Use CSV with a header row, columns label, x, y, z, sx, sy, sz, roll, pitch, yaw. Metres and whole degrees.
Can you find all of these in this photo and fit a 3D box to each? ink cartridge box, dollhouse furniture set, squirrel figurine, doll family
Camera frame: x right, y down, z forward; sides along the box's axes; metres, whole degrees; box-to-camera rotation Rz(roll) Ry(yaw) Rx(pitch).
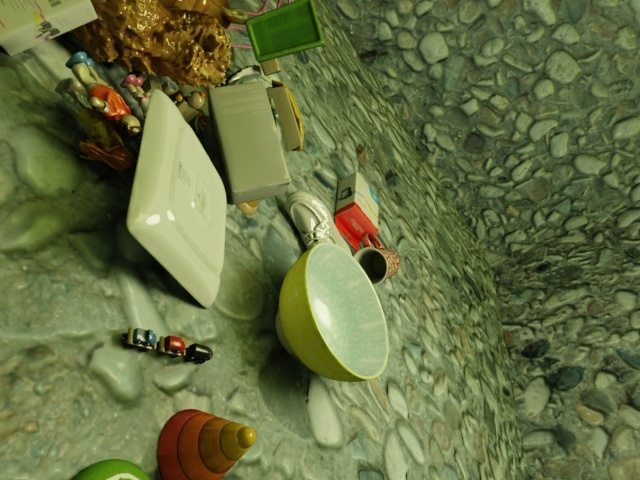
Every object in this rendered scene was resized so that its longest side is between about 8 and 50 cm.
label,x,y,z,sx,sy,sz,roll,pitch,yaw
ink cartridge box,-0.444,-0.350,0.686,0.104,0.181,0.061,60,-13,-6
dollhouse furniture set,-0.049,-0.370,1.094,0.197,0.151,0.302,-97,170,-75
squirrel figurine,-0.313,-0.470,0.922,0.370,0.281,0.397,14,64,-69
doll family,-0.331,-0.188,0.780,0.163,0.118,0.263,54,10,-5
ink cartridge box,0.117,-0.092,1.472,0.134,0.078,0.231,46,33,-30

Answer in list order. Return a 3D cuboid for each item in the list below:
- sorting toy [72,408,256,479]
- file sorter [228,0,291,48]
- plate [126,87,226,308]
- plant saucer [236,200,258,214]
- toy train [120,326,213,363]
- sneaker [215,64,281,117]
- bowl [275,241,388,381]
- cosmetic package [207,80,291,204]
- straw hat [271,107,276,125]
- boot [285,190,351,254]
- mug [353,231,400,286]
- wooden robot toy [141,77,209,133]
label,x,y,z,sx,sy,sz,roll,pitch,yaw
sorting toy,-0.195,0.301,0.547,0.365,0.126,0.127,-16,80,-63
file sorter,-0.207,-0.675,1.215,0.182,0.202,0.291,-6,68,-26
plate,-0.216,-0.064,0.782,0.278,0.045,0.277,70,14,-57
plant saucer,-0.167,-0.098,1.057,0.083,0.015,0.083,41,35,-36
toy train,-0.226,0.160,0.708,0.158,0.036,0.027,31,41,-46
sneaker,-0.160,-0.370,1.208,0.122,0.110,0.283,65,27,-5
bowl,0.001,0.165,0.968,0.289,0.156,0.289,41,34,-36
cosmetic package,-0.156,-0.208,1.004,0.107,0.127,0.238,142,-65,-73
straw hat,-0.154,-0.262,1.163,0.061,0.144,0.145,-1,61,-18
boot,0.000,0.000,1.170,0.258,0.095,0.123,50,24,-27
mug,0.177,0.056,1.397,0.169,0.113,0.150,-3,105,-64
wooden robot toy,-0.276,-0.295,0.970,0.173,0.079,0.076,30,42,-47
